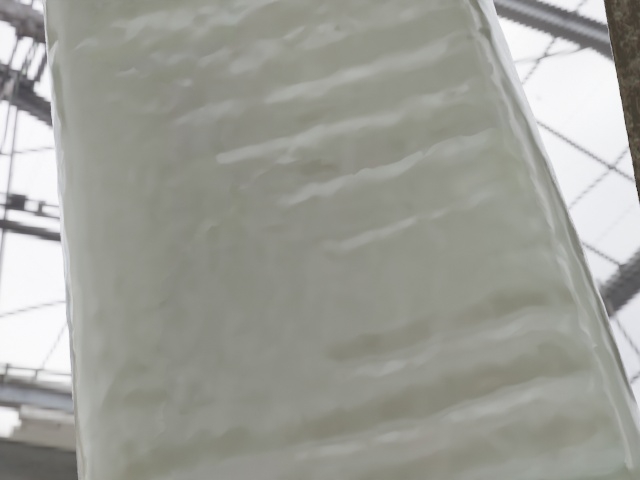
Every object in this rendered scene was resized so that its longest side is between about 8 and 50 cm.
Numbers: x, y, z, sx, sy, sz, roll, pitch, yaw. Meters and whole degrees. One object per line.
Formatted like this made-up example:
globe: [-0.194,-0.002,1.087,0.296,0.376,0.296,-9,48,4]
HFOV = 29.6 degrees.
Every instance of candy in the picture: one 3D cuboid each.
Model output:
candy: [-0.003,0.000,0.507,0.208,0.359,0.145,-16,-34,8]

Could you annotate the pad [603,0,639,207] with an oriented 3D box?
pad: [0.184,-0.066,0.544,0.158,0.235,0.003,-16,7,-38]
